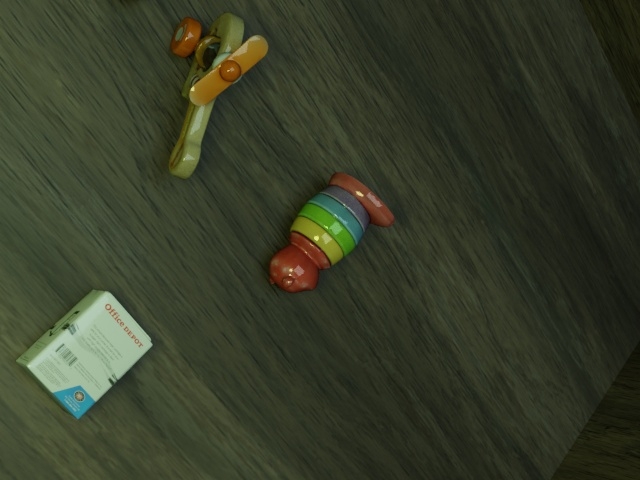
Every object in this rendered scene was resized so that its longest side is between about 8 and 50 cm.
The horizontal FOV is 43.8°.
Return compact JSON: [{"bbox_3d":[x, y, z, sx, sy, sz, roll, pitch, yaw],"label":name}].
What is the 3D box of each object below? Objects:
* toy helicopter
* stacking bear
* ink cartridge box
[{"bbox_3d":[-0.224,-0.293,1.603,0.140,0.235,0.355,21,78,-33],"label":"toy helicopter"},{"bbox_3d":[0.000,0.000,1.814,0.289,0.175,0.164,-49,118,-16],"label":"stacking bear"},{"bbox_3d":[-0.452,0.215,1.539,0.203,0.086,0.148,-46,115,-26],"label":"ink cartridge box"}]
